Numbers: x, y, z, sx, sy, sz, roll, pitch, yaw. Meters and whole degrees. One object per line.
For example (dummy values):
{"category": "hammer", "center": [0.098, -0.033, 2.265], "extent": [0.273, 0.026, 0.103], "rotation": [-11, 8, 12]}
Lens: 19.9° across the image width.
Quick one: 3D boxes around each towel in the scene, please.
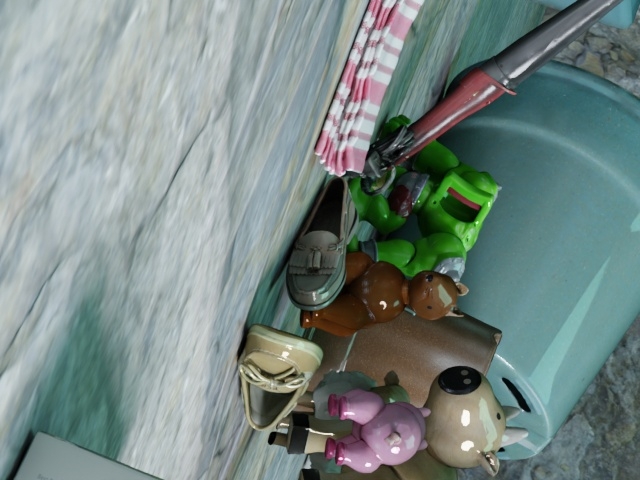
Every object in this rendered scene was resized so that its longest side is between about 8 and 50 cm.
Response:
{"category": "towel", "center": [0.048, -0.140, 1.314], "extent": [0.144, 0.029, 0.197], "rotation": [-22, 132, -82]}

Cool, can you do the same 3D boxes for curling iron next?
{"category": "curling iron", "center": [0.131, -0.117, 1.405], "extent": [0.274, 0.035, 0.068], "rotation": [-34, -167, 11]}

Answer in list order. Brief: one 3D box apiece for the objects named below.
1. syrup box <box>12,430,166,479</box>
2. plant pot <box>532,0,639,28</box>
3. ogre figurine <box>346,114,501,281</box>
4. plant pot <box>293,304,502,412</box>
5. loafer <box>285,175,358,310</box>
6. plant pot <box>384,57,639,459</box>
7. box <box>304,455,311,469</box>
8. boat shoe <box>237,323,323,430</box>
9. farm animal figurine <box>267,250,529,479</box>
{"category": "syrup box", "center": [-0.098, 0.177, 0.851], "extent": [0.237, 0.093, 0.096], "rotation": [96, 16, -67]}
{"category": "plant pot", "center": [0.185, -0.301, 1.396], "extent": [0.234, 0.166, 0.165], "rotation": [59, 52, -71]}
{"category": "ogre figurine", "center": [0.081, -0.025, 1.543], "extent": [0.197, 0.118, 0.096], "rotation": [-52, 162, -66]}
{"category": "plant pot", "center": [0.071, 0.113, 1.695], "extent": [0.167, 0.165, 0.167], "rotation": [22, 90, -84]}
{"category": "loafer", "center": [0.000, 0.000, 1.339], "extent": [0.125, 0.045, 0.039], "rotation": [-71, 160, -52]}
{"category": "plant pot", "center": [0.210, 0.036, 1.994], "extent": [0.334, 0.341, 0.341], "rotation": [-57, 168, -29]}
{"category": "box", "center": [0.047, 0.240, 2.163], "extent": [0.087, 0.102, 0.101], "rotation": [39, 72, -81]}
{"category": "boat shoe", "center": [-0.034, 0.098, 1.295], "extent": [0.153, 0.056, 0.048], "rotation": [114, -5, -72]}
{"category": "farm animal figurine", "center": [0.067, 0.184, 1.373], "extent": [0.326, 0.172, 0.330], "rotation": [108, -17, -50]}
